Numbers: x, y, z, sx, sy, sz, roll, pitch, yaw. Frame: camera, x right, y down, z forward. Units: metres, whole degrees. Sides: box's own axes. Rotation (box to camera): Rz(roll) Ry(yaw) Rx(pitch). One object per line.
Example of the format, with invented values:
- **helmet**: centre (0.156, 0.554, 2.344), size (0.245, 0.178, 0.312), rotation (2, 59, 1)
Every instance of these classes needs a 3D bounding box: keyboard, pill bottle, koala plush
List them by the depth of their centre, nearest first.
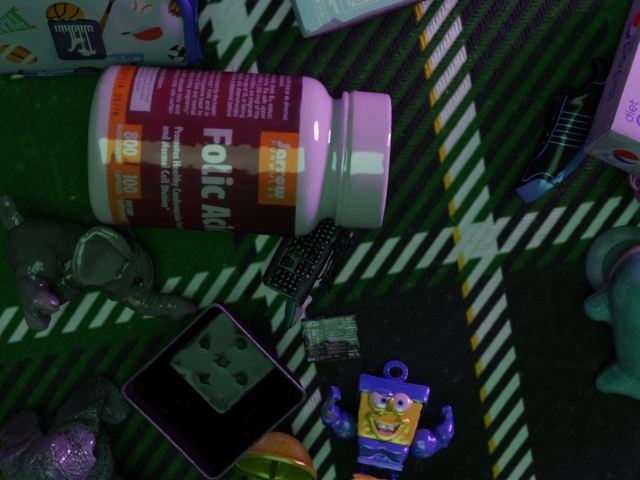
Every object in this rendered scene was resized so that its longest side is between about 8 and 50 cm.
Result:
- **pill bottle**: centre (-0.106, -0.119, 1.575), size (0.392, 0.224, 0.224), rotation (3, 99, 0)
- **keyboard**: centre (0.000, 0.000, 1.668), size (0.100, 0.038, 0.192), rotation (28, 84, -6)
- **koala plush**: centre (-0.350, 0.356, 1.686), size (0.196, 0.203, 0.221), rotation (-25, 110, 4)

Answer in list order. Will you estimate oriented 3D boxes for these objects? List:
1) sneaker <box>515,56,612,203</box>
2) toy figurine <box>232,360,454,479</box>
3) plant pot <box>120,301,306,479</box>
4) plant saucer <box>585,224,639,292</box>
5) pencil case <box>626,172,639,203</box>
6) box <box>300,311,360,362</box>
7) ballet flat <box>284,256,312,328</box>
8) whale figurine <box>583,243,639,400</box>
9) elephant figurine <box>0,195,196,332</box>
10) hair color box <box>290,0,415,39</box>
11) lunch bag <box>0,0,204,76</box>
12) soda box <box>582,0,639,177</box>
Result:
- **sneaker**: centre (0.351, -0.160, 1.648), size (0.090, 0.081, 0.232), rotation (44, 90, -4)
- **toy figurine**: centre (0.068, 0.283, 1.716), size (0.363, 0.191, 0.217), rotation (11, 69, 5)
- **plant pot**: centre (-0.146, 0.198, 1.659), size (0.187, 0.167, 0.188), rotation (-43, 96, 7)
- **plant saucer**: centre (0.456, 0.037, 1.706), size (0.119, 0.021, 0.119), rotation (0, 100, -1)
- **pencil case**: centre (0.625, -0.034, 1.629), size (0.386, 0.160, 0.167), rotation (36, 62, -5)
- **box**: centre (0.015, 0.146, 1.724), size (0.083, 0.018, 0.067), rotation (-8, 99, 1)
- **ballet flat**: centre (-0.031, 0.076, 1.704), size (0.041, 0.041, 0.114), rotation (2, 100, 0)
- **whale figurine**: centre (0.482, 0.135, 1.643), size (0.216, 0.141, 0.272), rotation (18, 119, 5)
- **elephant figurine**: centre (-0.318, 0.029, 1.655), size (0.240, 0.186, 0.169), rotation (-13, 56, -8)
- **hair color box**: centre (0.137, -0.383, 1.552), size (0.375, 0.185, 0.113), rotation (-18, 98, 3)
- **lunch bag**: centre (-0.329, -0.402, 1.527), size (0.328, 0.239, 0.385), rotation (-2, 121, -1)
- **soda box**: centre (0.458, -0.235, 1.567), size (0.098, 0.091, 0.286), rotation (24, 71, -4)
